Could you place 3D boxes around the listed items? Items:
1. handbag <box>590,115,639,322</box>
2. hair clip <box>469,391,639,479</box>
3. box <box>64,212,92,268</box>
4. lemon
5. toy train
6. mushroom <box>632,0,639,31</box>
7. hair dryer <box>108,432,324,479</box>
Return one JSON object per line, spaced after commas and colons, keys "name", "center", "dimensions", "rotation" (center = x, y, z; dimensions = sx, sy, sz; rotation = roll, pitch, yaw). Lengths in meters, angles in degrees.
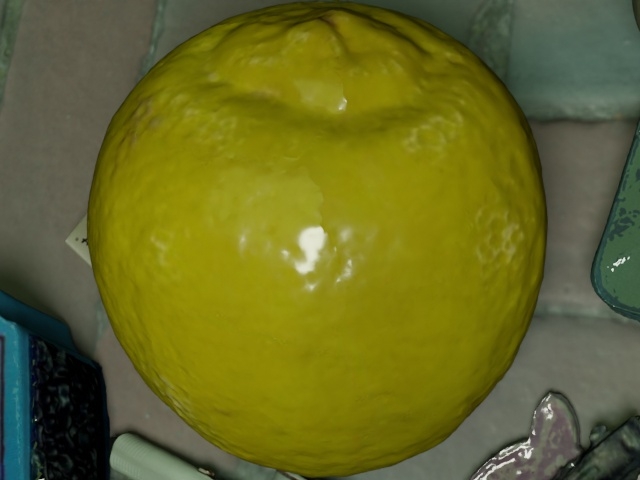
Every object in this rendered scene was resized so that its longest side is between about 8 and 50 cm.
{"name": "handbag", "center": [0.323, -0.006, 0.889], "dimensions": [0.229, 0.062, 0.179], "rotation": [17, 90, 26]}
{"name": "hair clip", "center": [0.175, 0.201, 0.910], "dimensions": [0.187, 0.056, 0.146], "rotation": [-48, 63, 12]}
{"name": "box", "center": [-0.111, -0.031, 1.090], "dimensions": [0.141, 0.058, 0.201], "rotation": [40, 92, 27]}
{"name": "lemon", "center": [0.000, 0.000, 0.887], "dimensions": [0.348, 0.348, 0.348], "rotation": [-7, 71, 20]}
{"name": "toy train", "center": [-0.310, 0.207, 1.031], "dimensions": [0.265, 0.188, 0.300], "rotation": [-12, 68, 14]}
{"name": "mushroom", "center": [0.355, -0.182, 0.872], "dimensions": [0.243, 0.243, 0.244], "rotation": [-7, 71, 20]}
{"name": "hair dryer", "center": [-0.092, 0.220, 1.000], "dimensions": [0.236, 0.073, 0.131], "rotation": [22, 84, 29]}
